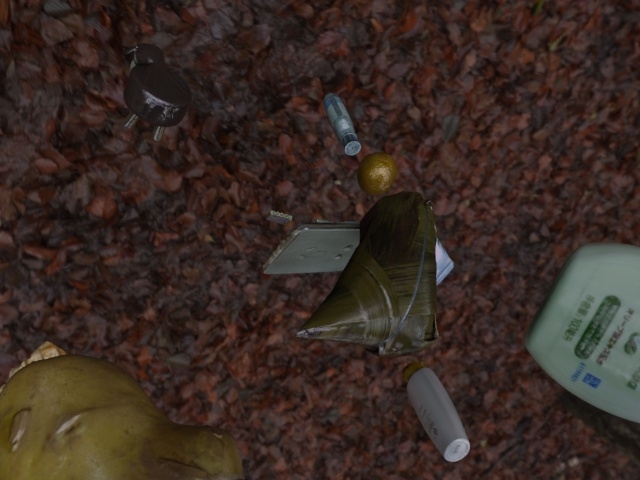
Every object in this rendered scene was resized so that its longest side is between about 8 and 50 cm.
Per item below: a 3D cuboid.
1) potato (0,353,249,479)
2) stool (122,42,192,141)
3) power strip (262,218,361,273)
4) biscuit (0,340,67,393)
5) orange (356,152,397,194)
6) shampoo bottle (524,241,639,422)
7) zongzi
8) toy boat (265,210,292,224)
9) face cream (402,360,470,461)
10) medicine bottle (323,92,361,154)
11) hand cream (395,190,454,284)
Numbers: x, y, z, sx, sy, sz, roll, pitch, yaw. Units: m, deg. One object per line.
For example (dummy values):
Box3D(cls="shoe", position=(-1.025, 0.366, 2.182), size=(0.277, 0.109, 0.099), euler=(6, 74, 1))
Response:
Box3D(cls="potato", position=(-0.347, 0.321, 0.890), size=(0.396, 0.296, 0.290), euler=(-13, 155, -11))
Box3D(cls="stool", position=(-0.343, -0.304, 1.061), size=(0.125, 0.217, 0.121), euler=(-4, 148, -44))
Box3D(cls="power strip", position=(0.000, 0.000, 1.035), size=(0.213, 0.065, 0.198), euler=(0, 153, -31))
Box3D(cls="biscuit", position=(-0.650, 0.398, 1.165), size=(0.204, 0.040, 0.309), euler=(47, 54, -17))
Box3D(cls="orange", position=(0.117, -0.138, 1.093), size=(0.085, 0.085, 0.095), euler=(-11, 152, -27))
Box3D(cls="shampoo bottle", position=(0.460, 0.153, 0.665), size=(0.151, 0.349, 0.222), euler=(-3, 120, -59))
Box3D(cls="zongzi", position=(0.076, 0.042, 0.837), size=(0.299, 0.138, 0.287), euler=(13, 74, -44))
Box3D(cls="toy boat", position=(-0.115, -0.062, 1.432), size=(0.063, 0.115, 0.016), euler=(15, 84, -12))
Box3D(cls="face cream", position=(0.184, 0.270, 0.848), size=(0.051, 0.182, 0.072), euler=(8, 113, -17))
Box3D(cls="medicine bottle", position=(0.056, -0.296, 1.345), size=(0.053, 0.209, 0.090), euler=(-21, 136, 3))
Box3D(cls="hand cream", position=(0.259, -0.011, 1.325), size=(0.088, 0.055, 0.256), euler=(-43, 109, -33))
